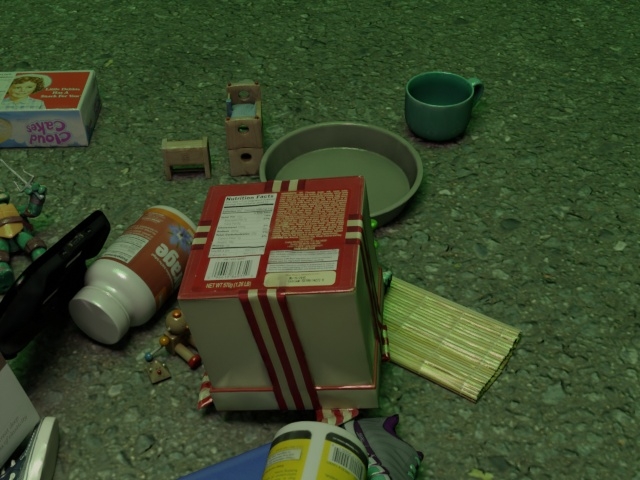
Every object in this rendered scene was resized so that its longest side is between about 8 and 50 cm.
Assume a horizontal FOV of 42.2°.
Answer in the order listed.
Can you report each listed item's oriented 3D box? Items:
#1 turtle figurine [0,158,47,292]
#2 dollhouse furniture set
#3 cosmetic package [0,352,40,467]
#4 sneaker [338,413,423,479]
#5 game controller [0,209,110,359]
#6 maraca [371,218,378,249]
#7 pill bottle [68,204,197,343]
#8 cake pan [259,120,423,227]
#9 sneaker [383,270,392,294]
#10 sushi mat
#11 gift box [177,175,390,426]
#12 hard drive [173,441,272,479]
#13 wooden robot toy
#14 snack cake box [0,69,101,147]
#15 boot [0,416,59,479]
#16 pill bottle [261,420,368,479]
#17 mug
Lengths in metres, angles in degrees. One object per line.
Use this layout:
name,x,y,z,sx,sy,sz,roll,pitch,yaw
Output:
turtle figurine,-0.522,-0.030,1.374,0.175,0.118,0.234,-30,63,-8
dollhouse furniture set,-0.200,-0.206,1.550,0.184,0.129,0.129,-3,42,-2
cosmetic package,-0.581,0.216,1.035,0.385,0.156,0.217,10,43,24
sneaker,0.099,0.299,1.021,0.098,0.083,0.223,-10,42,-17
game controller,-0.391,0.059,1.181,0.067,0.166,0.319,26,19,-4
maraca,0.000,0.000,1.330,0.186,0.099,0.127,-6,59,10
pill bottle,-0.281,0.053,1.271,0.121,0.121,0.216,17,46,20
cake pan,0.037,-0.114,1.497,0.293,0.054,0.293,-1,42,1
sneaker,0.063,0.069,1.277,0.069,0.038,0.098,24,46,25
sushi mat,0.132,0.125,1.258,0.317,0.019,0.151,23,47,25
gift box,-0.048,0.097,1.103,0.255,0.258,0.276,0,44,14
hard drive,-0.110,0.362,0.983,0.319,0.040,0.210,-18,45,-18
wooden robot toy,-0.193,0.130,1.215,0.076,0.079,0.173,27,50,28
snack cake box,-0.587,-0.263,1.654,0.264,0.089,0.152,-1,40,0
boot,-0.388,0.302,1.035,0.086,0.069,0.190,4,43,-3
pill bottle,-0.019,0.316,0.914,0.119,0.119,0.208,7,43,9
mug,0.242,-0.255,1.616,0.158,0.097,0.129,1,42,2
